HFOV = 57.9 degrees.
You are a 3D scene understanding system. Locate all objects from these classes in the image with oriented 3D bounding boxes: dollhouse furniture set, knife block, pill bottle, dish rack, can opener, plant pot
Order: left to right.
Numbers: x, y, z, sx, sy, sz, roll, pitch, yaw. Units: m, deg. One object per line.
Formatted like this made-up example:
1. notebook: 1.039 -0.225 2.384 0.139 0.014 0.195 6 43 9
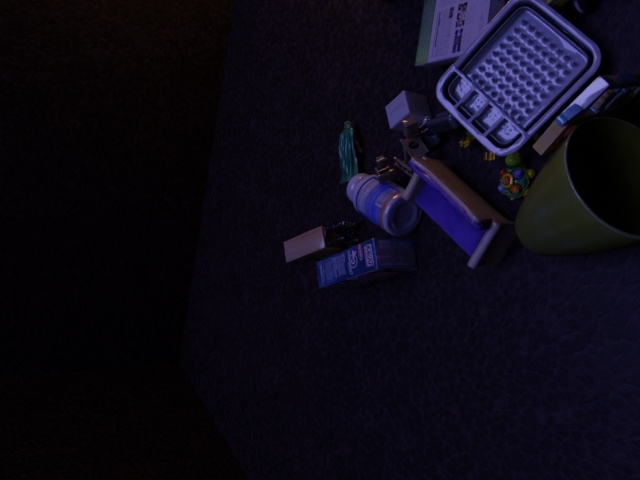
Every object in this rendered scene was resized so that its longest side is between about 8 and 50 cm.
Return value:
1. knife block: 0.000 0.000 2.177 0.242 0.276 0.088 95 167 -72
2. pill bottle: 0.203 -0.131 1.933 0.272 0.153 0.152 40 121 53
3. dollhouse furniture set: 0.247 -0.259 1.791 0.181 0.161 0.101 69 177 -54
4. can opener: 0.363 -0.339 1.723 0.093 0.074 0.280 53 172 -8
5. dish rack: 0.487 -0.404 1.442 0.333 0.072 0.285 -48 66 24
6. plant pot: 0.570 -0.075 1.280 0.293 0.275 0.274 124 138 -63

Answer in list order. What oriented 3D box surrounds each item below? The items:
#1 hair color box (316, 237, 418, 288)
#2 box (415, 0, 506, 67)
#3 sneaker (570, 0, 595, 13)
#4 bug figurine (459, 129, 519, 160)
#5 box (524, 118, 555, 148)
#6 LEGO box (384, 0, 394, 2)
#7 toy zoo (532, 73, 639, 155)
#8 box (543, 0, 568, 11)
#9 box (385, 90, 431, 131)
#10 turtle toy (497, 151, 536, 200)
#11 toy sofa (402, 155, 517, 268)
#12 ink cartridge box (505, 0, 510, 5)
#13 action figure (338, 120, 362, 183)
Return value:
1. hair color box: 0.150 0.086 1.982 0.347 0.174 0.105 -26 67 55
2. box: 0.392 -0.625 1.640 0.322 0.059 0.232 20 104 63
3. sneaker: 0.656 -0.630 1.309 0.097 0.084 0.234 49 129 44
4. bug figurine: 0.475 -0.360 1.591 0.216 0.072 0.278 -158 68 -63
5. box: 0.563 -0.265 1.452 0.083 0.062 0.052 -15 74 57
6. LEGO box: 0.282 -1.069 1.828 0.500 0.193 0.372 -24 68 55
7. toy zoo: 0.570 -0.269 1.231 0.030 0.293 0.192 54 135 20
8. box: 0.568 -0.614 1.410 0.179 0.043 0.105 -36 -47 -82
9. box: 0.284 -0.414 1.869 0.101 0.102 0.087 -36 56 50
10. turtle toy: 0.510 -0.170 1.526 0.095 0.066 0.130 14 100 57
11. toy sofa: 0.372 -0.087 1.639 0.362 0.177 0.150 54 131 43
12. ink cartridge box: 0.511 -0.774 1.573 0.176 0.069 0.370 31 112 55
13. action figure: 0.111 -0.335 2.176 0.137 0.064 0.232 -5 88 60
